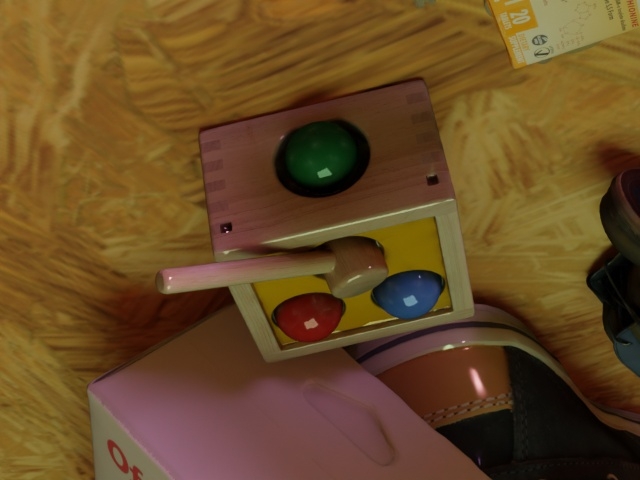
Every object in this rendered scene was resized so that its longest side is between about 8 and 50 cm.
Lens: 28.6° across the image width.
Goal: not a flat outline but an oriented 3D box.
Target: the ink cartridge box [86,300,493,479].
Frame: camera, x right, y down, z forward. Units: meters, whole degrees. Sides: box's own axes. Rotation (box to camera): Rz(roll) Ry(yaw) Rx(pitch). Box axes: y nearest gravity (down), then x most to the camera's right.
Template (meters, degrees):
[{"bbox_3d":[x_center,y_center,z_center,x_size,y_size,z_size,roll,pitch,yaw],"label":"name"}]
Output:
[{"bbox_3d":[-0.018,0.217,0.722,0.131,0.226,0.306,-29,141,-31],"label":"ink cartridge box"}]

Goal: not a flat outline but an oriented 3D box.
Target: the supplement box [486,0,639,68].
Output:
[{"bbox_3d":[0.109,-0.110,0.473,0.098,0.036,0.062,-18,146,14],"label":"supplement box"}]

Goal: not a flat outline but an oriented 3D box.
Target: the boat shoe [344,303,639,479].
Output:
[{"bbox_3d":[0.177,0.201,0.895,0.186,0.156,0.500,-26,145,20],"label":"boat shoe"}]

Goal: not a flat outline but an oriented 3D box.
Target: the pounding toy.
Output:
[{"bbox_3d":[0.000,0.000,0.588,0.130,0.100,0.141,-13,147,4],"label":"pounding toy"}]

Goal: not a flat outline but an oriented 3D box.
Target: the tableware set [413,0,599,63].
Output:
[{"bbox_3d":[0.117,-0.128,0.501,0.168,0.020,0.141,-27,143,26],"label":"tableware set"}]

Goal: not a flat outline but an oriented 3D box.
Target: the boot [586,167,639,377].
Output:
[{"bbox_3d":[0.190,0.033,0.708,0.106,0.082,0.219,-34,142,27],"label":"boot"}]
